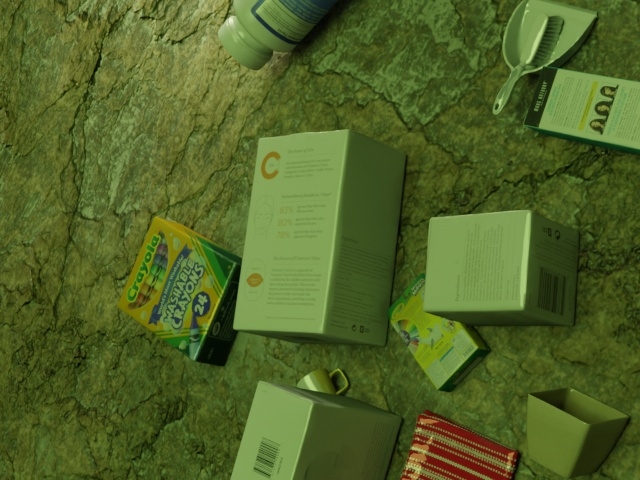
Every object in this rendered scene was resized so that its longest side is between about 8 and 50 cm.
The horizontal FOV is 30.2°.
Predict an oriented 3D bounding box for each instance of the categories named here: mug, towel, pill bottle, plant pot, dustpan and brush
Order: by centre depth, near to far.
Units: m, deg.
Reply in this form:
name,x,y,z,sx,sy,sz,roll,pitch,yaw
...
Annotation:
name,x,y,z,sx,sy,sz,roll,pitch,yaw
plant pot,0.358,0.279,1.703,0.109,0.109,0.096,25,108,43
towel,0.188,0.425,1.856,0.199,0.031,0.275,19,91,42
dustpan and brush,0.336,-0.293,1.910,0.147,0.060,0.211,27,96,43
mug,0.004,0.260,2.049,0.078,0.062,0.064,-48,59,29
pill bottle,-0.068,-0.456,2.257,0.272,0.152,0.152,-43,53,25

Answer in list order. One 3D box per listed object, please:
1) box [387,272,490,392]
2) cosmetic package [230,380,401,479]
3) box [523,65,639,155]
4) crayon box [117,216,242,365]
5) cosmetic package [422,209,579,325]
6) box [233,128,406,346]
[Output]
name,x,y,z,sx,sy,sz,roll,pitch,yaw
box,0.186,0.147,1.930,0.105,0.043,0.179,-49,53,21
cosmetic package,-0.012,0.362,1.919,0.138,0.224,0.224,15,87,46
box,0.434,-0.192,1.794,0.244,0.060,0.101,19,91,43
crayon box,-0.275,0.087,2.331,0.323,0.083,0.203,27,96,43
cosmetic package,0.274,0.047,1.805,0.183,0.151,0.151,-3,75,40
box,0.000,0.000,2.052,0.215,0.168,0.345,-1,78,42
